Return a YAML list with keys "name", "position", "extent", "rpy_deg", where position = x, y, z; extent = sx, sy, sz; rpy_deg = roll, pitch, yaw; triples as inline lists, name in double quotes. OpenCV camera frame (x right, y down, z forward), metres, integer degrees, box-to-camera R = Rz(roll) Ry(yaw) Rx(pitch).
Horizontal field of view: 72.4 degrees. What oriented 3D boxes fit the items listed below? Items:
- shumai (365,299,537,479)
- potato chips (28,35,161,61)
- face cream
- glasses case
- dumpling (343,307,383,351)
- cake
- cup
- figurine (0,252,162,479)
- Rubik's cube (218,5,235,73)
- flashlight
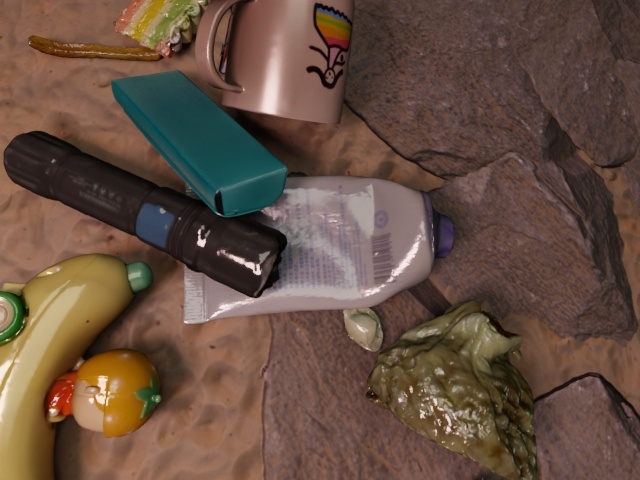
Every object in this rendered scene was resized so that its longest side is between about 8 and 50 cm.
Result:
- name: "shumai"
  position: [0.212, 0.192, 0.622]
  extent: [0.256, 0.189, 0.218]
  rpy_deg: [31, 70, -7]
- name: "potato chips"
  position: [-0.373, -0.323, 0.741]
  extent: [0.204, 0.037, 0.026]
  rpy_deg: [-2, 82, -19]
- name: "face cream"
  position: [0.000, 0.000, 0.685]
  extent: [0.421, 0.137, 0.234]
  rpy_deg: [-3, 77, -5]
- name: "glasses case"
  position: [-0.186, -0.150, 0.645]
  extent: [0.117, 0.070, 0.301]
  rpy_deg: [-24, 58, -35]
- name: "dumpling"
  position: [0.071, 0.134, 0.688]
  extent: [0.077, 0.043, 0.059]
  rpy_deg: [38, 52, 20]
- name: "cake"
  position: [-0.252, -0.420, 0.785]
  extent: [0.109, 0.090, 0.225]
  rpy_deg: [32, 80, -1]
- name: "cup"
  position: [-0.068, -0.294, 0.655]
  extent: [0.253, 0.192, 0.200]
  rpy_deg: [-10, 117, -45]
- name: "figurine"
  position: [-0.310, 0.175, 0.551]
  extent: [0.222, 0.124, 0.324]
  rpy_deg: [9, 74, -13]
- name: "Rubik's cube"
  position: [-0.086, -0.370, 0.817]
  extent: [0.178, 0.211, 0.190]
  rpy_deg: [20, 101, -27]
- name: "flashlight"
  position: [-0.251, -0.042, 0.620]
  extent: [0.424, 0.103, 0.103]
  rpy_deg: [23, 69, 7]
